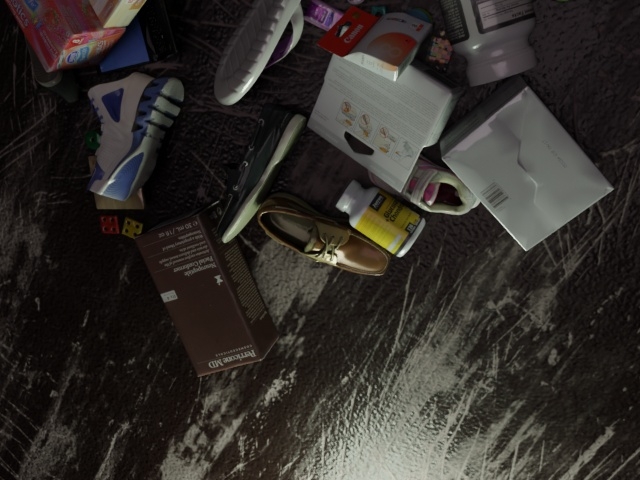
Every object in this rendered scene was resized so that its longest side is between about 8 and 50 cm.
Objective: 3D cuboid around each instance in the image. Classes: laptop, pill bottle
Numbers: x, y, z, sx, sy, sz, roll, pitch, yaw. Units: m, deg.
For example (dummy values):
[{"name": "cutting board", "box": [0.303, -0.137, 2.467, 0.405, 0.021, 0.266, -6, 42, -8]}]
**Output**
[{"name": "laptop", "box": [-0.432, -0.500, 1.411, 0.137, 0.264, 0.234, -20, 106, -23]}, {"name": "pill bottle", "box": [0.129, -0.053, 1.421, 0.184, 0.103, 0.103, 34, 113, 2]}, {"name": "pill bottle", "box": [0.309, -0.444, 1.216, 0.162, 0.162, 0.278, -14, 104, 19]}]

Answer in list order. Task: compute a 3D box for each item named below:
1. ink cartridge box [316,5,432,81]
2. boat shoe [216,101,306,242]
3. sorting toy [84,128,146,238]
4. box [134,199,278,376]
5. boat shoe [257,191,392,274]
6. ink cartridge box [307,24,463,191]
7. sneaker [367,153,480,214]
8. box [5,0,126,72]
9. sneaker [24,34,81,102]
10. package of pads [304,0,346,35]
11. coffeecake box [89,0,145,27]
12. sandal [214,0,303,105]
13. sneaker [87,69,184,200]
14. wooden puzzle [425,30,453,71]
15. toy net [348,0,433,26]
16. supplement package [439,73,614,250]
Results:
[{"name": "ink cartridge box", "box": [0.105, -0.398, 1.252, 0.179, 0.145, 0.045, 30, 152, 13]}, {"name": "boat shoe", "box": [-0.163, -0.156, 1.457, 0.113, 0.127, 0.340, 34, 111, 4]}, {"name": "sorting toy", "box": [-0.490, -0.138, 1.594, 0.132, 0.046, 0.274, 0, 107, 15]}, {"name": "box", "box": [-0.271, 0.118, 1.569, 0.191, 0.143, 0.381, -19, 103, 20]}, {"name": "boat shoe", "box": [0.000, 0.000, 1.464, 0.324, 0.120, 0.122, 23, 112, 8]}, {"name": "ink cartridge box", "box": [0.123, -0.273, 1.337, 0.275, 0.060, 0.239, 38, 128, 20]}, {"name": "sneaker", "box": [0.218, -0.123, 1.369, 0.252, 0.111, 0.103, 16, 111, 10]}, {"name": "box", "box": [-0.577, -0.538, 1.402, 0.154, 0.142, 0.300, -28, 92, 41]}, {"name": "sneaker", "box": [-0.626, -0.439, 1.524, 0.083, 0.118, 0.222, -9, 76, 2]}, {"name": "package of pads", "box": [0.011, -0.469, 1.359, 0.083, 0.032, 0.050, 29, 110, 5]}, {"name": "coffeecake box", "box": [-0.435, -0.559, 1.331, 0.142, 0.068, 0.185, -30, 89, 42]}, {"name": "sandal", "box": [-0.086, -0.446, 1.351, 0.102, 0.169, 0.416, 19, 118, -35]}, {"name": "sneaker", "box": [-0.460, -0.258, 1.494, 0.182, 0.127, 0.315, 27, 88, 17]}, {"name": "wooden puzzle", "box": [0.246, -0.389, 1.333, 0.049, 0.006, 0.083, 17, 111, 9]}, {"name": "toy net", "box": [0.115, -0.473, 1.327, 0.232, 0.045, 0.122, 44, 132, 1]}, {"name": "supplement package", "box": [0.394, -0.154, 1.271, 0.204, 0.145, 0.262, -40, 104, 23]}]
